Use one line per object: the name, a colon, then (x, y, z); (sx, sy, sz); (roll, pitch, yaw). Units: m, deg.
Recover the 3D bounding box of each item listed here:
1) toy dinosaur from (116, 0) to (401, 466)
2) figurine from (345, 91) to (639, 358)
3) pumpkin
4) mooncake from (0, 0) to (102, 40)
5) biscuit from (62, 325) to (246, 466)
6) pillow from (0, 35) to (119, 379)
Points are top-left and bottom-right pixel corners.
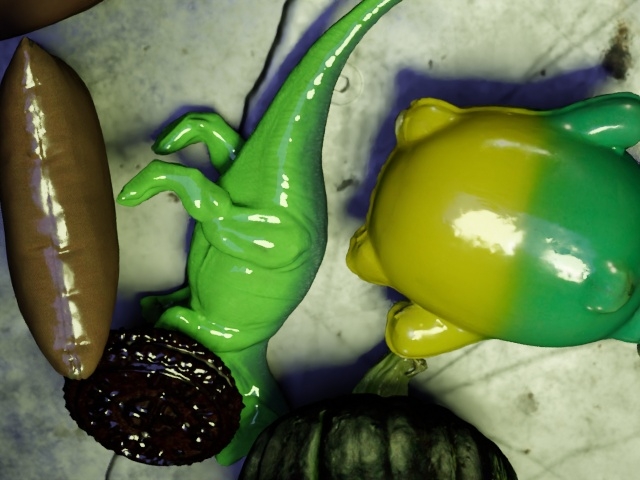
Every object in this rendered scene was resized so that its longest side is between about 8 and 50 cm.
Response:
toy dinosaur: (0.000, 0.000, 1.272); (0.500, 0.144, 0.374); (-29, 104, 15)
figurine: (0.208, -0.005, 1.207); (0.340, 0.231, 0.323); (16, 109, -4)
pumpkin: (0.053, 0.247, 1.267); (0.296, 0.296, 0.295); (1, 103, 5)
mooncake: (-0.318, -0.351, 1.193); (0.326, 0.174, 0.333); (34, 119, 3)
biscuit: (-0.175, 0.164, 1.274); (0.195, 0.053, 0.194); (4, 133, 4)
pillow: (-0.259, -0.045, 1.206); (0.108, 0.308, 0.305); (-8, 100, -11)
